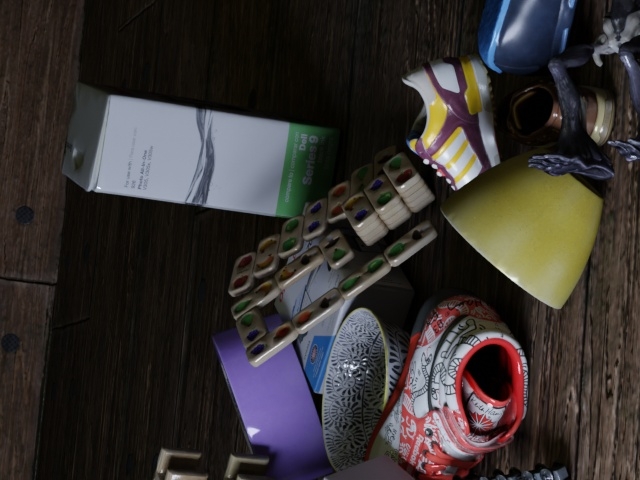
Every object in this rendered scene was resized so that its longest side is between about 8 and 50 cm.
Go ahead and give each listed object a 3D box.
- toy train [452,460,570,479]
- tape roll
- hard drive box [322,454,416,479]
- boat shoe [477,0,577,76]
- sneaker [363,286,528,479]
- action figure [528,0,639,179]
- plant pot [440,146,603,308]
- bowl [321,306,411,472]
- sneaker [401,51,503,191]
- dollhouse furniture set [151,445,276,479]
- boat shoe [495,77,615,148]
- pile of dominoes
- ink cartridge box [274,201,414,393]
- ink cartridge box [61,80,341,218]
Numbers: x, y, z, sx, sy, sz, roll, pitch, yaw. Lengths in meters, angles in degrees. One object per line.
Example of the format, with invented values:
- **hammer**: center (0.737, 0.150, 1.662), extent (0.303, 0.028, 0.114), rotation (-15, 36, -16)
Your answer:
- **toy train**: center (0.157, 0.217, 1.595), extent (0.158, 0.027, 0.036), rotation (-17, 94, 50)
- **tape roll**: center (-0.054, 0.181, 2.048), extent (0.189, 0.080, 0.189), rotation (162, 90, -85)
- **hard drive box**: center (0.057, 0.345, 1.673), extent (0.181, 0.089, 0.232), rotation (39, 125, 31)
- **boat shoe**: center (0.212, -0.267, 1.609), extent (0.109, 0.089, 0.258), rotation (-96, 21, -58)
- **sneaker**: center (0.113, 0.187, 1.689), extent (0.145, 0.090, 0.270), rotation (-135, 59, -69)
- **action figure**: center (0.223, -0.195, 1.441), extent (0.164, 0.141, 0.275), rotation (-8, 75, 32)
- **plant pot**: center (0.182, -0.022, 1.555), extent (0.095, 0.134, 0.134), rotation (-51, 28, 11)
- **bowl**: center (0.068, 0.155, 1.840), extent (0.170, 0.080, 0.170), rotation (-172, 90, -71)
- **sneaker**: center (0.123, -0.079, 1.699), extent (0.069, 0.084, 0.185), rotation (-104, 3, -72)
- **dollhouse furniture set**: center (-0.061, 0.346, 1.881), extent (0.212, 0.242, 0.161), rotation (-114, 37, -57)
- **boat shoe**: center (0.194, -0.115, 1.626), extent (0.178, 0.060, 0.064), rotation (-168, 87, -70)
- **pile of dominoes**: center (0.000, 0.000, 1.926), extent (0.251, 0.040, 0.196), rotation (-36, 31, 5)
- **ink cartridge box**: center (0.023, 0.063, 2.000), extent (0.190, 0.082, 0.139), rotation (-120, 42, -58)
- **ink cartridge box**: center (-0.149, -0.108, 2.232), extent (0.211, 0.289, 0.121), rotation (-155, 74, -69)
